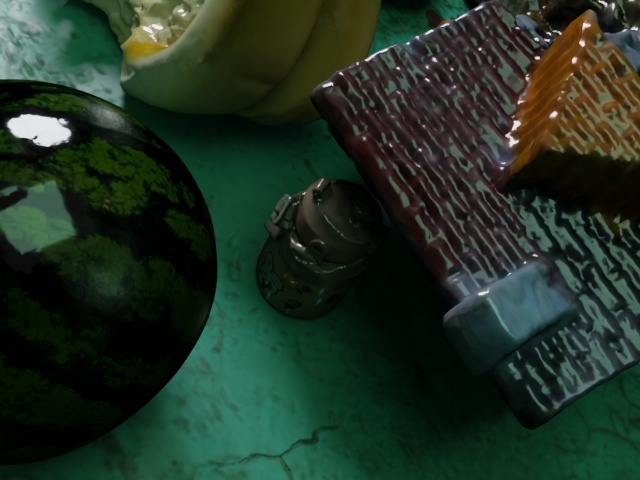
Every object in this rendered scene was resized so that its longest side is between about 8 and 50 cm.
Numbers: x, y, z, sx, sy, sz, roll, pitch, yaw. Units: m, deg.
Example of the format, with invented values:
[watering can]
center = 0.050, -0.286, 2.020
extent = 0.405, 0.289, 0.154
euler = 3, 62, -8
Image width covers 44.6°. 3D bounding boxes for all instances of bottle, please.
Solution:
[bottle]
center = 0.001, -0.001, 0.687
extent = 0.099, 0.152, 0.098
euler = 8, 60, -15

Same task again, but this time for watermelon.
[watermelon]
center = -0.203, 0.018, 0.547
extent = 0.269, 0.269, 0.268
euler = 9, 59, -16

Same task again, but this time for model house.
[model house]
center = 0.169, -0.057, 0.653
extent = 0.339, 0.297, 0.360
euler = -17, 70, -45

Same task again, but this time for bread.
[bread]
center = -0.093, -0.309, 0.813
extent = 0.245, 0.329, 0.423
euler = 32, 41, -54

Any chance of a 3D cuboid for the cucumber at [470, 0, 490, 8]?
[cucumber]
center = 0.210, -0.357, 1.021
extent = 0.074, 0.074, 0.241
euler = -17, 71, -28
